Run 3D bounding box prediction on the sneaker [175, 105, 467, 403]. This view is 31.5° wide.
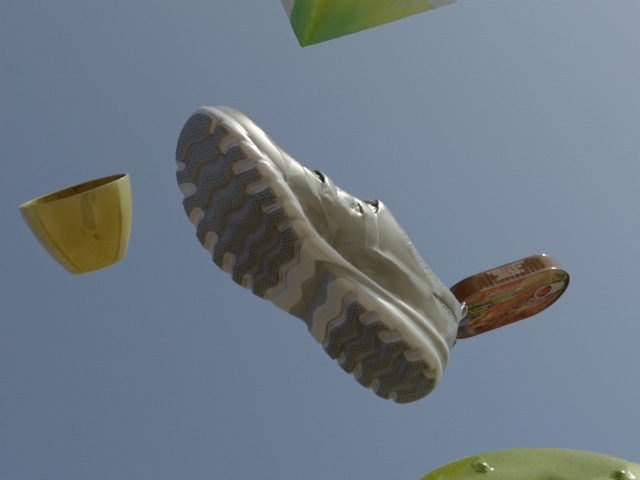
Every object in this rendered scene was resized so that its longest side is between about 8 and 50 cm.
[{"bbox_3d":[0.000,0.000,0.901,0.281,0.115,0.105,48,-47,-3],"label":"sneaker"}]

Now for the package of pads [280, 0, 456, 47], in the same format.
[{"bbox_3d":[0.085,-0.355,1.259,0.229,0.296,0.101,-19,-108,-18],"label":"package of pads"}]

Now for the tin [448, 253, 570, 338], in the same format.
[{"bbox_3d":[0.243,0.073,1.516,0.189,0.040,0.106,-16,-32,-16],"label":"tin"}]

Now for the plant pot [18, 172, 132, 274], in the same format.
[{"bbox_3d":[-0.279,-0.015,1.350,0.134,0.134,0.095,-18,-78,-11],"label":"plant pot"}]

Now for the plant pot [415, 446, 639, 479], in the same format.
[{"bbox_3d":[0.151,0.342,0.737,0.366,0.366,0.353,-5,-68,-16],"label":"plant pot"}]
